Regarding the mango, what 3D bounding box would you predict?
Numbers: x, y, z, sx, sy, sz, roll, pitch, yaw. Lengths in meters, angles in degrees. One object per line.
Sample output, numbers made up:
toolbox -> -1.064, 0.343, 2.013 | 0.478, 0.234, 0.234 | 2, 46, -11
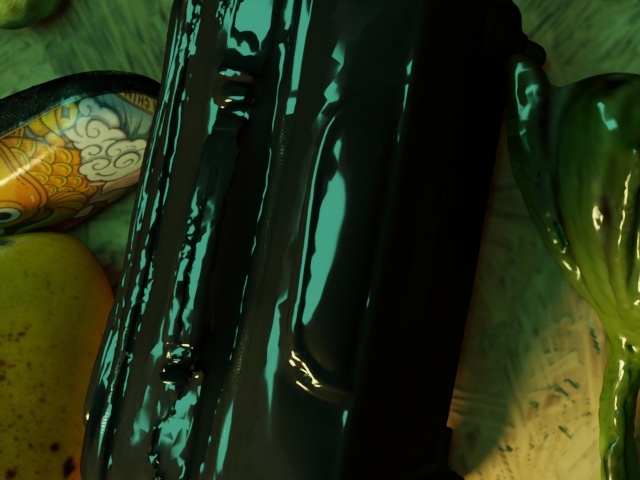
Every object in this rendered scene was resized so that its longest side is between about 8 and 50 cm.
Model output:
mango -> -0.239, 0.123, 1.220 | 0.191, 0.160, 0.290 | 22, 75, -2

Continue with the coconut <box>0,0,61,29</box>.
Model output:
coconut -> -0.227, -0.195, 1.309 | 0.096, 0.088, 0.088 | -11, 79, 32

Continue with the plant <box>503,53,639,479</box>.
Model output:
plant -> 0.176, 0.048, 1.041 | 0.251, 0.180, 0.334 | 29, 100, 37

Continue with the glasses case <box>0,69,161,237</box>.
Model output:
glasses case -> -0.243, -0.032, 1.276 | 0.321, 0.122, 0.082 | -25, 73, 22

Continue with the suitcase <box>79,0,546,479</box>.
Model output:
suitcase -> 0.000, 0.000, 1.022 | 0.188, 0.339, 0.345 | 12, 90, 13
